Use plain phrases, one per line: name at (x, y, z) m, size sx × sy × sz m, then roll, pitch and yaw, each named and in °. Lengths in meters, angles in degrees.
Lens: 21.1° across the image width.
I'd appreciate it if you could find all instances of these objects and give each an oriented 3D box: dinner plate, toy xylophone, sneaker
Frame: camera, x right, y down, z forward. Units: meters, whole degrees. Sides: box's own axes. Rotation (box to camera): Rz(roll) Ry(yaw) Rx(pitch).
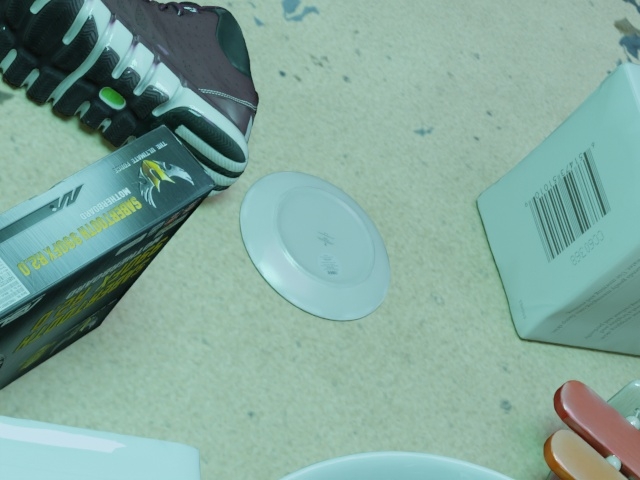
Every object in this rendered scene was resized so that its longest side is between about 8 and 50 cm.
dinner plate at (0.000, 0.000, 1.373) m, size 0.141 × 0.017 × 0.141 m, roll 19°, pitch 49°, yaw -24°
toy xylophone at (0.236, 0.263, 1.298) m, size 0.236 × 0.081 × 0.323 m, roll 36°, pitch 43°, yaw -10°
sneaker at (-0.159, -0.166, 1.333) m, size 0.281 × 0.106 × 0.162 m, roll 43°, pitch 36°, yaw -16°

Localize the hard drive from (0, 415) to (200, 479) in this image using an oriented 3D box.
hard drive at (-0.157, 0.245, 0.891) m, size 0.210 × 0.040 × 0.319 m, roll 12°, pitch 54°, yaw -26°

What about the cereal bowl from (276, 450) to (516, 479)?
cereal bowl at (0.053, 0.308, 1.048) m, size 0.339 × 0.141 × 0.339 m, roll 7°, pitch 56°, yaw -11°

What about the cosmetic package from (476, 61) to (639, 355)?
cosmetic package at (0.363, -0.004, 1.509) m, size 0.385 × 0.217 × 0.156 m, roll 10°, pitch 53°, yaw -34°

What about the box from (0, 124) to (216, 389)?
box at (-0.191, 0.037, 1.075) m, size 0.056 × 0.183 × 0.231 m, roll 49°, pitch 42°, yaw 6°
